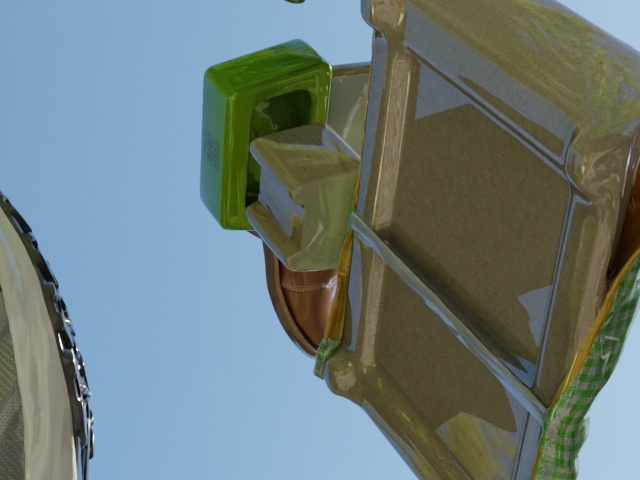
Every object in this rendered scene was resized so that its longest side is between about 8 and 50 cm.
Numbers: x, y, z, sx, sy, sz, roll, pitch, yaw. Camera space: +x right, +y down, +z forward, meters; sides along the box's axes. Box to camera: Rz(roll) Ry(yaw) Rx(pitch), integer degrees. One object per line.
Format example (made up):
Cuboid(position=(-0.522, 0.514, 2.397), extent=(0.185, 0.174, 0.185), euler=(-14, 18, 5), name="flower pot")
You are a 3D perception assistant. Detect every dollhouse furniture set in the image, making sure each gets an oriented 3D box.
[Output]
Cuboid(position=(0.076, -0.032, 0.550), extent=(0.151, 0.301, 0.198), euler=(-10, -55, -24), name="dollhouse furniture set")

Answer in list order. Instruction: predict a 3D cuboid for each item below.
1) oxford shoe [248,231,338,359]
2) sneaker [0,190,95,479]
Cuboid(position=(0.000, 0.000, 0.785), extent=(0.076, 0.076, 0.212), euler=(-12, -40, 3), name="oxford shoe")
Cuboid(position=(-0.146, 0.099, 0.559), extent=(0.108, 0.272, 0.100), euler=(-9, -19, -7), name="sneaker")
